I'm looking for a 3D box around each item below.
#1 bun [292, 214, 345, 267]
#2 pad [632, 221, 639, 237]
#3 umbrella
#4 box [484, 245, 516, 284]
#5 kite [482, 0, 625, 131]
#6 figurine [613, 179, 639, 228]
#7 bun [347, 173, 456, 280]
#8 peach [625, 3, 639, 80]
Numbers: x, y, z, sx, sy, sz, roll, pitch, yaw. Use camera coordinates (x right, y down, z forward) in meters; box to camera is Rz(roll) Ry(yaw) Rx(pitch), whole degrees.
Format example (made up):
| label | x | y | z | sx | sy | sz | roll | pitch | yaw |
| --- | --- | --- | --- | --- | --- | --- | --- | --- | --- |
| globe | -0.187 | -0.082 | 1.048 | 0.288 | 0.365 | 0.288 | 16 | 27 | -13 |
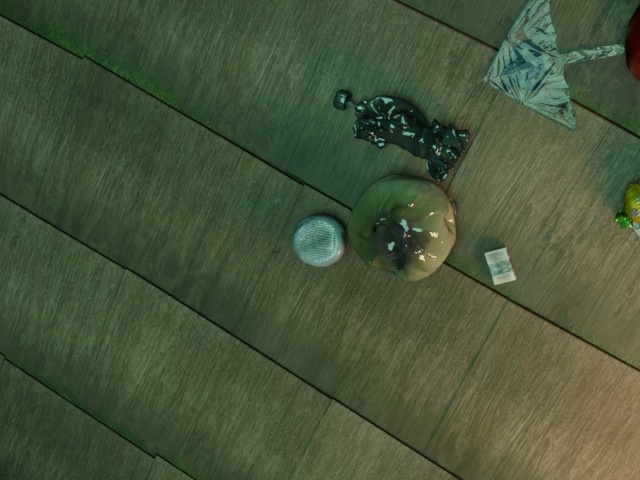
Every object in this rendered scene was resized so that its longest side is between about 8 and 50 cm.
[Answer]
| label | x | y | z | sx | sy | sz | roll | pitch | yaw |
| --- | --- | --- | --- | --- | --- | --- | --- | --- | --- |
| bun | 0.000 | 0.000 | 2.143 | 0.140 | 0.083 | 0.141 | 2 | 96 | 15 |
| pad | 0.803 | -0.043 | 1.862 | 0.187 | 0.006 | 0.113 | -36 | 88 | 23 |
| umbrella | 0.180 | -0.268 | 1.998 | 0.348 | 0.094 | 0.143 | 29 | 108 | 14 |
| box | 0.434 | 0.060 | 2.021 | 0.054 | 0.024 | 0.083 | -17 | 97 | 23 |
| kite | 0.515 | -0.403 | 1.877 | 0.314 | 0.011 | 0.336 | -11 | 100 | 23 |
| figurine | 0.704 | -0.086 | 1.830 | 0.156 | 0.115 | 0.095 | -36 | 61 | 30 |
| bun | 0.192 | -0.031 | 2.016 | 0.272 | 0.168 | 0.273 | 10 | 113 | 23 |
| peach | 0.738 | -0.427 | 1.695 | 0.274 | 0.245 | 0.249 | -43 | 56 | 36 |
